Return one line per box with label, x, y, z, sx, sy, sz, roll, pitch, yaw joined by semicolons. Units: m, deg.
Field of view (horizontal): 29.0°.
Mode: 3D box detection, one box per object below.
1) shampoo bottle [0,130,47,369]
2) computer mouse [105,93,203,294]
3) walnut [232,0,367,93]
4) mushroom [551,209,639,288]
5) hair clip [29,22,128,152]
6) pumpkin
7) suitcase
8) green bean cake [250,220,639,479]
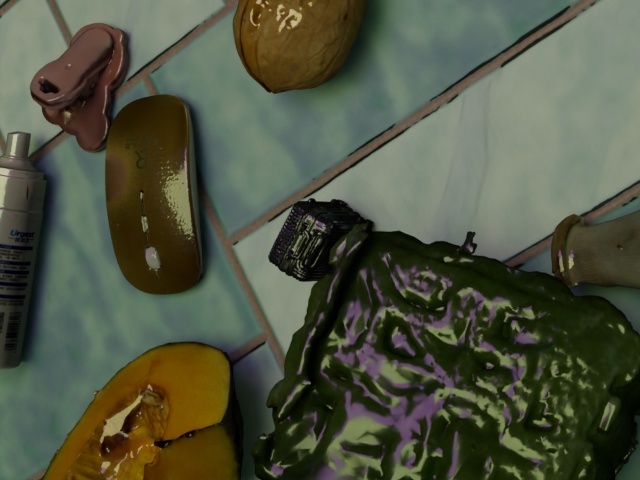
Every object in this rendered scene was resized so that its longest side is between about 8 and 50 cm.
shampoo bottle;-0.412;0.009;1.600;0.092;0.092;0.303;11;95;28
computer mouse;-0.200;-0.056;1.509;0.126;0.056;0.245;-4;89;29
walnut;-0.025;-0.248;1.371;0.144;0.144;0.180;27;106;25
mushroom;0.336;0.008;1.208;0.225;0.093;0.116;-21;61;35
hair clip;-0.295;-0.199;1.574;0.123;0.102;0.138;29;71;23
pumpkin;-0.189;0.240;1.483;0.312;0.148;0.169;-26;38;22
suitcase;0.000;0.000;1.359;0.059;0.126;0.086;33;105;23
green bean cake;0.135;0.169;1.207;0.319;0.218;0.335;18;83;24
